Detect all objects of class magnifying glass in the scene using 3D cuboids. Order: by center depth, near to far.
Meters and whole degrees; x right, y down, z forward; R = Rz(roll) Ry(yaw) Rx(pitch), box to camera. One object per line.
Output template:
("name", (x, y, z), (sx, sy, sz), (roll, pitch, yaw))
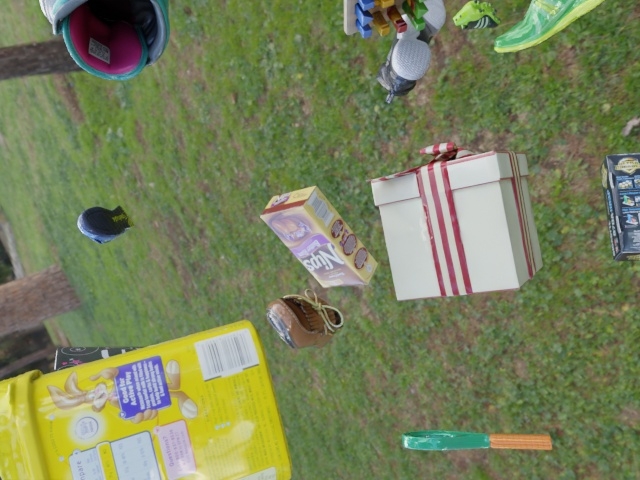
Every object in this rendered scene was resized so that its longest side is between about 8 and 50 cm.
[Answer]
("magnifying glass", (0.247, 0.323, 0.888), (0.092, 0.231, 0.026), (35, -129, -69))

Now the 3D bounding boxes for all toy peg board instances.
("toy peg board", (0.133, -0.453, 1.043), (0.161, 0.161, 0.079), (83, 163, -68))

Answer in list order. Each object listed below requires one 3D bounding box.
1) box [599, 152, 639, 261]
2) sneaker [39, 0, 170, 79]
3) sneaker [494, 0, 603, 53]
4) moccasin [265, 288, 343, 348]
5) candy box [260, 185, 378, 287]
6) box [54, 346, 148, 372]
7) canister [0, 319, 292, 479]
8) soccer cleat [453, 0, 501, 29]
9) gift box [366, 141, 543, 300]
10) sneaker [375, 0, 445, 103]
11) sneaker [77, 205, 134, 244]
("box", (0.582, -0.058, 0.883), (0.051, 0.220, 0.175), (55, -145, -66))
("sneaker", (-0.262, -0.269, 0.652), (0.295, 0.124, 0.178), (-14, 72, 49))
("sneaker", (0.532, -0.544, 1.278), (0.295, 0.109, 0.123), (-32, 96, 28))
("moccasin", (-0.023, 0.197, 1.388), (0.139, 0.147, 0.380), (51, -175, 26))
("candy box", (0.000, 0.000, 0.921), (0.109, 0.053, 0.186), (-9, 131, 46))
("box", (-0.259, 0.250, 0.807), (0.142, 0.247, 0.163), (-152, 68, -63))
("canister", (-0.115, 0.133, 0.380), (0.073, 0.170, 0.126), (168, 89, -73))
("soccer cleat", (0.385, -0.547, 1.354), (0.072, 0.179, 0.060), (-27, 83, 40))
("gift box", (0.232, -0.041, 1.004), (0.276, 0.255, 0.258), (-9, 92, 27))
("sneaker", (0.195, -0.435, 1.246), (0.101, 0.268, 0.153), (22, 153, -8))
("sneaker", (-0.343, -0.019, 0.860), (0.053, 0.059, 0.144), (60, -176, -1))
